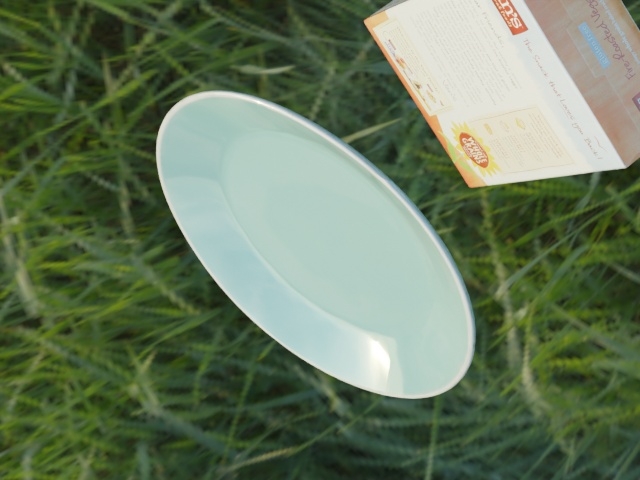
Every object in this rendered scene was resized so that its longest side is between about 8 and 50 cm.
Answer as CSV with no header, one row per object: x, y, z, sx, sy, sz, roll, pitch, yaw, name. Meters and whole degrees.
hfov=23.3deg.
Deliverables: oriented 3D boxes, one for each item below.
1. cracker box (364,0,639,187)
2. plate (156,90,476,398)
0.136,-0.122,1.083,0.067,0.232,0.155,-36,101,-17,cracker box
0.000,0.000,0.743,0.188,0.024,0.188,31,148,22,plate
